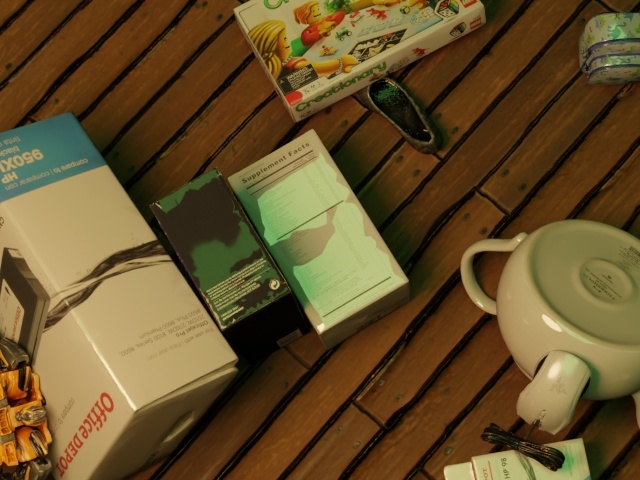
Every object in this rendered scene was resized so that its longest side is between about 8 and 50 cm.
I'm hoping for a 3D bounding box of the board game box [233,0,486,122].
[{"bbox_3d":[0.053,-0.316,1.748,0.305,0.053,0.193,-28,63,-3],"label":"board game box"}]

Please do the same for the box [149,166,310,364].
[{"bbox_3d":[-0.109,0.040,1.576,0.103,0.261,0.184,-28,75,-3],"label":"box"}]

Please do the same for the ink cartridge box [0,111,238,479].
[{"bbox_3d":[-0.312,0.087,1.552,0.166,0.285,0.395,-24,71,-39],"label":"ink cartridge box"}]

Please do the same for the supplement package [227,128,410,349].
[{"bbox_3d":[0.000,0.000,1.644,0.139,0.134,0.244,-30,75,-3],"label":"supplement package"}]

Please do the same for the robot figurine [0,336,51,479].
[{"bbox_3d":[-0.436,0.220,1.550,0.085,0.291,0.211,-15,95,-41],"label":"robot figurine"}]

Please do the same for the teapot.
[{"bbox_3d":[0.323,0.108,1.572,0.253,0.187,0.256,6,48,-13],"label":"teapot"}]

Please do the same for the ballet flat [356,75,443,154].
[{"bbox_3d":[0.109,-0.188,1.726,0.057,0.049,0.173,-44,72,-4],"label":"ballet flat"}]

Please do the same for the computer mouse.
[{"bbox_3d":[0.265,0.205,1.486,0.106,0.193,0.042,28,46,13],"label":"computer mouse"}]

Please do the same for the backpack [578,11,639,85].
[{"bbox_3d":[0.409,-0.261,1.688,0.105,0.114,0.084,-2,75,3],"label":"backpack"}]

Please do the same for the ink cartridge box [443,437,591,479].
[{"bbox_3d":[0.254,0.320,1.577,0.180,0.060,0.104,-11,75,2],"label":"ink cartridge box"}]
